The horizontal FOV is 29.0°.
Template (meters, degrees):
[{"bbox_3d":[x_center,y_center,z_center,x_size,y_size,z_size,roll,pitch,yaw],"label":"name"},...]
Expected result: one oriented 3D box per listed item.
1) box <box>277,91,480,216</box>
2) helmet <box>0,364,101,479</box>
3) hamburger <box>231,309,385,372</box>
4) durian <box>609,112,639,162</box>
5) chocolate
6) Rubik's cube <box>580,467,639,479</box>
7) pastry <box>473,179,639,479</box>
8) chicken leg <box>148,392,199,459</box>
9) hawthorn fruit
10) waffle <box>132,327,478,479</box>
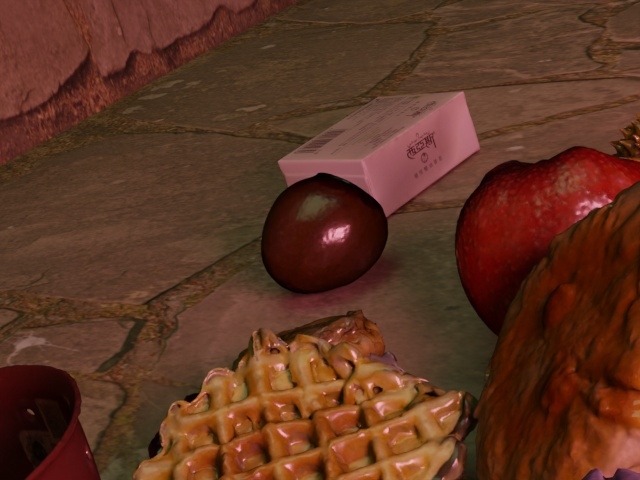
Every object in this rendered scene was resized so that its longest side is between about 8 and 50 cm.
[{"bbox_3d":[0.094,-0.136,1.956,0.260,0.111,0.194,-33,24,-36],"label":"box"},{"bbox_3d":[-0.327,0.303,1.066,0.385,0.230,0.337,-39,26,-25],"label":"helmet"},{"bbox_3d":[-0.012,0.156,1.334,0.183,0.130,0.206,-18,2,2],"label":"hamburger"},{"bbox_3d":[0.394,-0.055,1.424,0.154,0.186,0.260,-15,7,-3],"label":"durian"},{"bbox_3d":[0.000,0.000,1.665,0.177,0.177,0.177,-18,20,7],"label":"chocolate"},{"bbox_3d":[0.157,0.314,0.471,0.310,0.307,0.305,-33,26,-26],"label":"Rubik's cube"},{"bbox_3d":[0.244,0.106,1.008,0.329,0.136,0.329,-57,16,26],"label":"pastry"},{"bbox_3d":[-0.147,0.225,1.360,0.093,0.053,0.205,1,30,14],"label":"chicken leg"},{"bbox_3d":[0.246,0.032,1.276,0.230,0.210,0.266,-3,58,27],"label":"hawthorn fruit"},{"bbox_3d":[-0.022,0.215,1.122,0.317,0.073,0.297,13,52,34],"label":"waffle"}]
